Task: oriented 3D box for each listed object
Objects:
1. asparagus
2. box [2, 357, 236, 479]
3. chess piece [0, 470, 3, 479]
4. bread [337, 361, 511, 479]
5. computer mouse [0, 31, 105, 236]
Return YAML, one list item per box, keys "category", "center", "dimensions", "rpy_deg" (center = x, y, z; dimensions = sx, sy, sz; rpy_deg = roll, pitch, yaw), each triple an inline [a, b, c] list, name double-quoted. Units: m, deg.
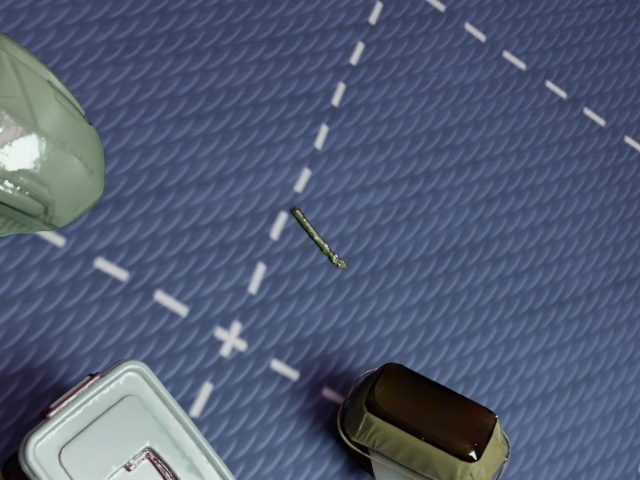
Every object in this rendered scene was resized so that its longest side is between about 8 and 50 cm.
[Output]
- category: "asparagus"
  center: [0.000, 0.000, 1.802]
  dimensions: [0.015, 0.014, 0.114]
  rpy_deg: [-41, 96, -16]
- category: "box"
  center: [-0.224, 0.302, 1.484]
  dimensions: [0.193, 0.167, 0.294]
  rpy_deg: [-39, 94, -31]
- category: "chess piece"
  center: [-0.362, 0.328, 1.465]
  dimensions: [0.060, 0.060, 0.172]
  rpy_deg: [-27, 85, -33]
- category: "bread"
  center: [0.130, 0.266, 1.667]
  dimensions: [0.224, 0.212, 0.142]
  rpy_deg: [26, 60, 11]
- category: "computer mouse"
  center: [-0.443, -0.163, 1.534]
  dimensions: [0.429, 0.145, 0.228]
  rpy_deg: [28, 65, -18]
